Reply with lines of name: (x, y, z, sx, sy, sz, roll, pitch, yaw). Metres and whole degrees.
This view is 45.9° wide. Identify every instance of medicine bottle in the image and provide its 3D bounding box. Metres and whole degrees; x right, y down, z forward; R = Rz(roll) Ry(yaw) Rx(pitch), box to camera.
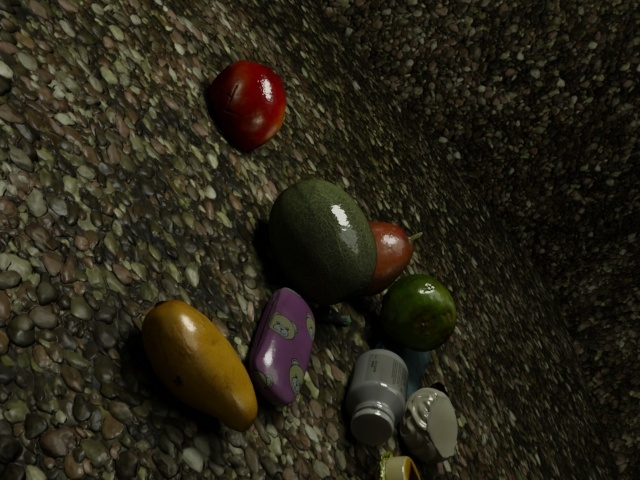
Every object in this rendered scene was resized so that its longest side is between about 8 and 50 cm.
medicine bottle: (0.126, 0.355, 1.703, 0.135, 0.135, 0.215, 51, 25, -17)

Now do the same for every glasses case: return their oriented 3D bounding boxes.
glasses case: (-0.076, 0.211, 1.556, 0.123, 0.076, 0.316, 50, 25, -18)

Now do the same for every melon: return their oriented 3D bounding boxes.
melon: (0.000, 0.000, 1.765, 0.237, 0.237, 0.301, 3, 58, -62)

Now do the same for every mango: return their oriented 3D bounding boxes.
mango: (-0.205, 0.213, 1.272, 0.262, 0.109, 0.157, 58, 14, -13)

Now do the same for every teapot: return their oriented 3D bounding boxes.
teapot: (0.034, 0.188, 1.845, 0.111, 0.043, 0.042, 31, 35, -52)

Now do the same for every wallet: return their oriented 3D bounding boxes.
wallet: (0.227, 0.302, 2.073, 0.190, 0.046, 0.379, 55, 24, -8)

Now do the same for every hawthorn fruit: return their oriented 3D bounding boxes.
hawthorn fruit: (0.158, 0.032, 2.014, 0.199, 0.251, 0.199, 61, 12, -22)

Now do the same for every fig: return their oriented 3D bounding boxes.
fig: (0.245, 0.172, 2.021, 0.206, 0.206, 0.275, 50, 6, -19)

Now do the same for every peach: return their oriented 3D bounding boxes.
peach: (-0.191, -0.343, 1.939, 0.196, 0.226, 0.190, 11, 5, -16)

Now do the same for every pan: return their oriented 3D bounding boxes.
pan: (0.331, 0.466, 2.082, 0.114, 0.040, 0.212, 59, 17, -1)

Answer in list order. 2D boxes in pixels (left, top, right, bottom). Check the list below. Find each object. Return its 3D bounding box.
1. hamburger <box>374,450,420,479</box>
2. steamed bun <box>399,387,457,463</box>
hamburger: (0.166, 0.528, 1.644, 0.141, 0.082, 0.126, 58, 23, -33)
steamed bun: (0.260, 0.456, 1.863, 0.183, 0.106, 0.182, 23, 59, -45)
